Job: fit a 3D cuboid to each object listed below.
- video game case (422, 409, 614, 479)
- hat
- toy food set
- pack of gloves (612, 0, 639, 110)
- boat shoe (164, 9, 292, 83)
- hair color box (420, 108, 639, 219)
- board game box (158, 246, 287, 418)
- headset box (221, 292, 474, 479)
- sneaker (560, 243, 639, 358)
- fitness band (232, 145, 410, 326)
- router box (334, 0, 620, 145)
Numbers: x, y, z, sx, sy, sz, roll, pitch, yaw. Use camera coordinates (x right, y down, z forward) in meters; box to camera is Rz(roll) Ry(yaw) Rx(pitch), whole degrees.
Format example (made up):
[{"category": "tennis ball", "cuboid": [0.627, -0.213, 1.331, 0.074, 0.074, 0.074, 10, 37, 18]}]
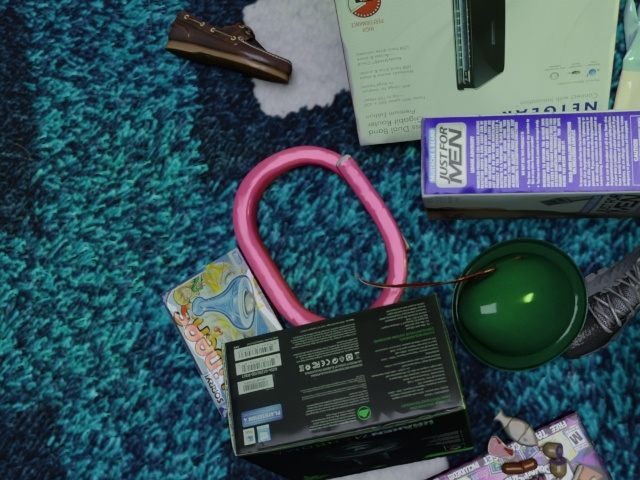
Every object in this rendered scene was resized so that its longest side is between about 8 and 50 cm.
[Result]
[{"category": "video game case", "cuboid": [0.270, 0.361, 0.927, 0.232, 0.042, 0.210, -26, 77, 5]}, {"category": "hat", "cuboid": [0.201, 0.072, 0.891, 0.208, 0.184, 0.173, -36, 61, 21]}, {"category": "toy food set", "cuboid": [0.261, 0.274, 0.912, 0.122, 0.019, 0.078, 29, 85, 16]}, {"category": "pack of gloves", "cuboid": [0.507, -0.240, 0.990, 0.195, 0.046, 0.232, 7, 79, 23]}, {"category": "boat shoe", "cuboid": [-0.133, -0.291, 1.086, 0.207, 0.073, 0.073, 20, 87, 12]}, {"category": "hair color box", "cuboid": [0.299, -0.089, 0.920, 0.339, 0.185, 0.110, 1, 83, 11]}, {"category": "board game box", "cuboid": [-0.124, 0.130, 1.038, 0.136, 0.035, 0.201, -32, 77, 4]}, {"category": "headset box", "cuboid": [0.047, 0.195, 0.880, 0.246, 0.283, 0.131, -13, 64, 7]}, {"category": "sneaker", "cuboid": [0.381, 0.059, 0.909, 0.229, 0.132, 0.086, -42, 77, 1]}, {"category": "fitness band", "cuboid": [0.000, 0.000, 1.027, 0.209, 0.054, 0.290, -33, 76, 4]}, {"category": "router box", "cuboid": [0.194, -0.279, 0.918, 0.336, 0.301, 0.082, -6, 43, 10]}]
